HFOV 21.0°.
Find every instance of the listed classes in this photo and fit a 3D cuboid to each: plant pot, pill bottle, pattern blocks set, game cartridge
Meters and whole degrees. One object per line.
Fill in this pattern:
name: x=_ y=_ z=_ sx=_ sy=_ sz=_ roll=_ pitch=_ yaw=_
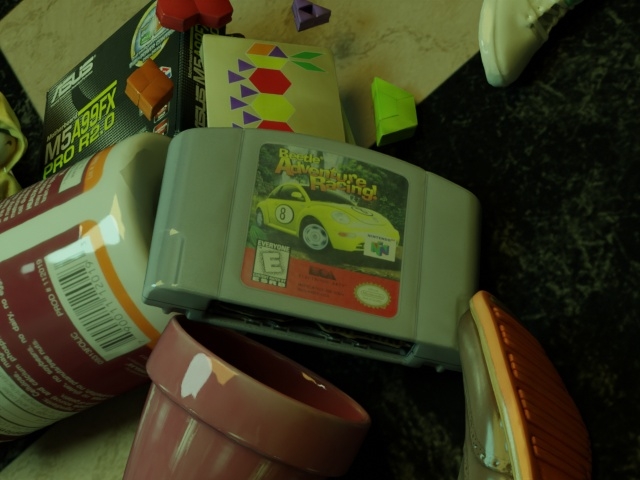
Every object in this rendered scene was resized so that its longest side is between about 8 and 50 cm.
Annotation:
plant pot: x=-0.083 y=0.187 z=1.498 sx=0.201 sy=0.201 sz=0.180 roll=34 pitch=97 yaw=47
pill bottle: x=-0.278 y=0.067 z=1.699 sx=0.392 sy=0.224 sz=0.224 roll=-24 pitch=47 yaw=24
pattern blocks set: x=-0.046 y=-0.137 z=1.690 sx=0.285 sy=0.026 sz=0.325 roll=11 pitch=43 yaw=-7
game cartridge: x=0.000 y=0.000 z=1.526 sx=0.060 sy=0.294 sz=0.196 roll=114 pitch=165 yaw=-50

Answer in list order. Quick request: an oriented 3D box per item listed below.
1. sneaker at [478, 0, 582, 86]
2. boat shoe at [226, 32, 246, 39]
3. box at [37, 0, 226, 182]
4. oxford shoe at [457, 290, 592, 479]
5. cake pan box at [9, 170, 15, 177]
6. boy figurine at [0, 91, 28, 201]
sneaker: x=0.222 y=-0.239 z=1.666 sx=0.094 sy=0.080 sz=0.212 roll=11 pitch=64 yaw=29
boat shoe: x=-0.108 y=-0.197 z=1.884 sx=0.207 sy=0.073 sz=0.073 roll=31 pitch=83 yaw=47
box: x=-0.206 y=-0.128 z=1.853 sx=0.270 sy=0.060 sz=0.216 roll=-32 pitch=46 yaw=39
oxford shoe: x=0.138 y=0.199 z=1.354 sx=0.133 sy=0.130 sz=0.363 roll=-30 pitch=44 yaw=24
cake pan box: x=-0.493 y=-0.070 z=2.014 sx=0.246 sy=0.070 sz=0.267 roll=-21 pitch=42 yaw=-15
boy figurine: x=-0.385 y=-0.022 z=1.882 sx=0.285 sy=0.177 sz=0.092 roll=-65 pitch=26 yaw=10
